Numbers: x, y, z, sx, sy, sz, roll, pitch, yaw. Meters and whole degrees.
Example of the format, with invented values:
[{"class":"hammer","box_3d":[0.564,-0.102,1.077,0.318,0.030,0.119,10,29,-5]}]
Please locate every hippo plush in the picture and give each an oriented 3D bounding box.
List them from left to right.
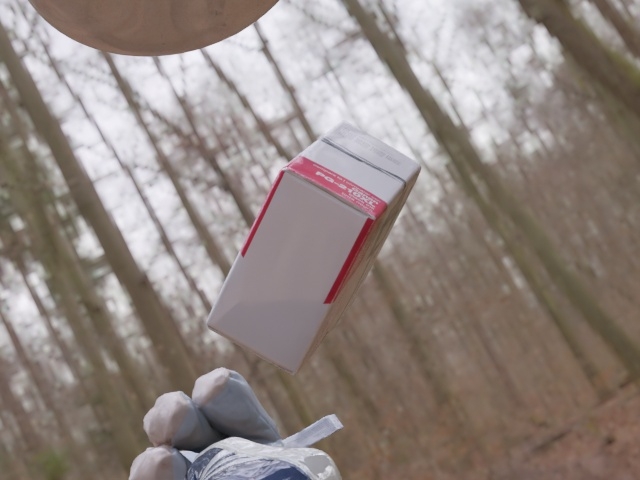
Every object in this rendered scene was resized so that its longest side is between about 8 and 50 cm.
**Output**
[{"class":"hippo plush","box_3d":[-0.138,0.300,2.078,0.294,0.234,0.236,-16,-5,-20]}]

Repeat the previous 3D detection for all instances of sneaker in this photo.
[{"class":"sneaker","box_3d":[-0.102,0.284,1.539,0.148,0.131,0.350,-27,0,-27]}]

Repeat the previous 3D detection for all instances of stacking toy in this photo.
[{"class":"stacking toy","box_3d":[-0.225,-0.497,1.845,0.350,0.480,0.350,-12,-34,-8]}]

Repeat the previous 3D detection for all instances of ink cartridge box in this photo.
[{"class":"ink cartridge box","box_3d":[0.000,0.000,1.431,0.172,0.100,0.237,-63,-6,19]}]
